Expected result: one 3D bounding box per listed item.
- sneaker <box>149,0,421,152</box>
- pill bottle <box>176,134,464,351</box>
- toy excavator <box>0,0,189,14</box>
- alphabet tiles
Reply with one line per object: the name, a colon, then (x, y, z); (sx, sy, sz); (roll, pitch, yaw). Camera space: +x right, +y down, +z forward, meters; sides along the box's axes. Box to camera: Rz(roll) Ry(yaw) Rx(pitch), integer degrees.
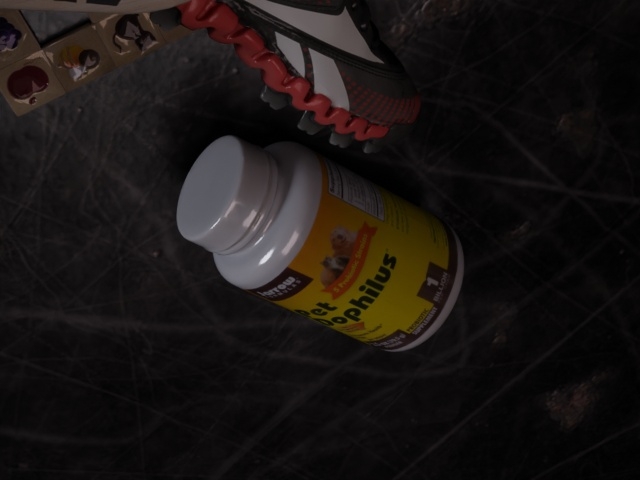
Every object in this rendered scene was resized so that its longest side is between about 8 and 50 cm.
sneaker: (-0.011, -0.163, 0.833); (0.276, 0.098, 0.135); (34, 111, -34)
pill bottle: (0.000, 0.000, 0.955); (0.215, 0.117, 0.117); (26, 113, -33)
toy excavator: (-0.211, -0.146, 0.671); (0.445, 0.222, 0.433); (-1, 150, -35)
alphabet tiles: (-0.142, -0.209, 0.822); (0.237, 0.009, 0.198); (-26, 129, -1)
